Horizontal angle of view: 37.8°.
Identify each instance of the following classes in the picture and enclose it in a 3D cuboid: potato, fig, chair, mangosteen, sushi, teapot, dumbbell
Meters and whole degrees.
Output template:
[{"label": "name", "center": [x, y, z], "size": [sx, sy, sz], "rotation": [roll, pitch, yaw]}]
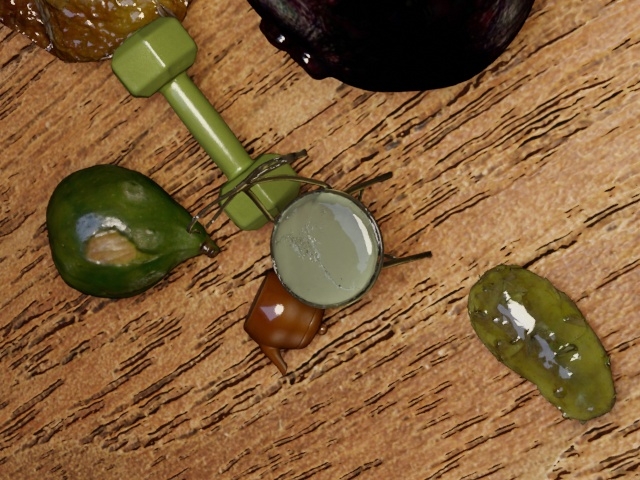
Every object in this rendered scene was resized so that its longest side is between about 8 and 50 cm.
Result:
[{"label": "potato", "center": [0.273, 0.124, 1.149], "size": [0.117, 0.090, 0.225], "rotation": [-47, 76, 20]}, {"label": "fig", "center": [-0.269, -0.008, 1.342], "size": [0.245, 0.195, 0.195], "rotation": [2, 97, -12]}, {"label": "chair", "center": [0.000, 0.000, 1.127], "size": [0.160, 0.326, 0.170], "rotation": [-31, 82, 22]}, {"label": "mangosteen", "center": [0.100, -0.375, 1.041], "size": [0.382, 0.382, 0.435], "rotation": [42, 96, 15]}, {"label": "sushi", "center": [-0.308, -0.349, 1.327], "size": [0.297, 0.167, 0.179], "rotation": [-1, 118, 29]}, {"label": "teapot", "center": [-0.038, 0.098, 1.280], "size": [0.116, 0.116, 0.173], "rotation": [17, 74, 21]}, {"label": "dumbbell", "center": [-0.152, -0.153, 1.249], "size": [0.108, 0.121, 0.302], "rotation": [-39, 102, -6]}]
